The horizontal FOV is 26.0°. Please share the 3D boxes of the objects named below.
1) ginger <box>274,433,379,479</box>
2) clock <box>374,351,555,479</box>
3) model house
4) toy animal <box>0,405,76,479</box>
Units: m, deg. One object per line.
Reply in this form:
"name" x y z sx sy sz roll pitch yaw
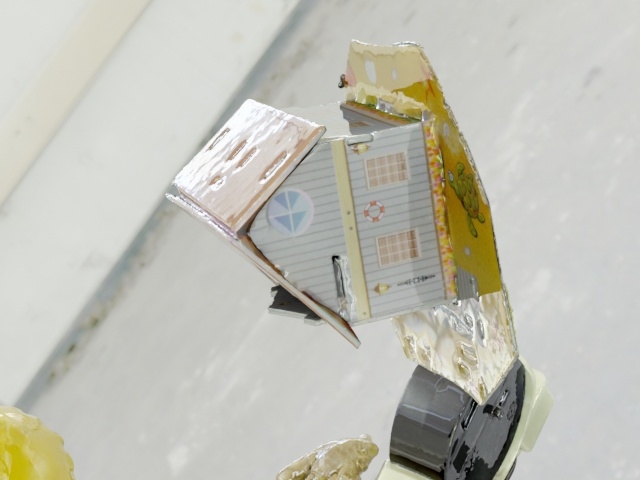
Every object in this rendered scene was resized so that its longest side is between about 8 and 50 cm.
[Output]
"ginger" -0.004 0.272 1.478 0.176 0.052 0.193 -42 24 -8
"clock" 0.120 0.286 1.444 0.120 0.276 0.379 22 79 31
"model house" 0.000 0.000 0.776 0.136 0.207 0.219 -12 16 -15
"toy animal" -0.261 0.204 0.905 0.230 0.156 0.156 -48 17 19
